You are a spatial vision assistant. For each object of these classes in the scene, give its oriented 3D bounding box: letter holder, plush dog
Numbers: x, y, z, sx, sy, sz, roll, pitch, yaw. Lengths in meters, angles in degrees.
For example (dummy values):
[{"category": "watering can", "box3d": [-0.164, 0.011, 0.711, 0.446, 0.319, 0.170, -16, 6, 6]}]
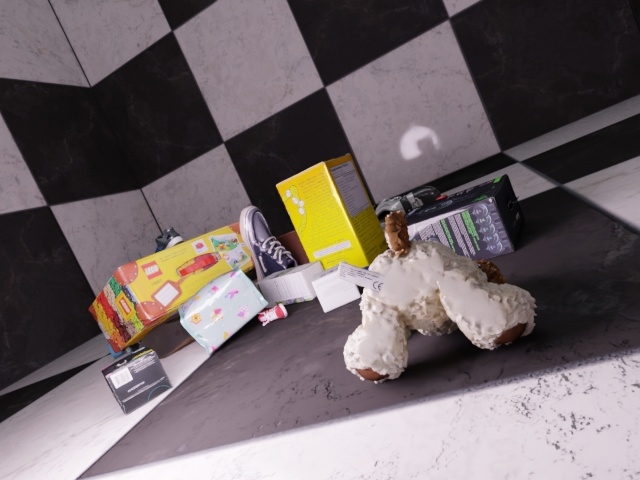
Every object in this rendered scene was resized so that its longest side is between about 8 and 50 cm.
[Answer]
[{"category": "letter holder", "box3d": [-0.026, 0.066, 1.715, 0.151, 0.215, 0.301, 12, -20, -38]}, {"category": "plush dog", "box3d": [0.156, 0.077, 0.669, 0.262, 0.211, 0.225, -23, -17, 16]}]

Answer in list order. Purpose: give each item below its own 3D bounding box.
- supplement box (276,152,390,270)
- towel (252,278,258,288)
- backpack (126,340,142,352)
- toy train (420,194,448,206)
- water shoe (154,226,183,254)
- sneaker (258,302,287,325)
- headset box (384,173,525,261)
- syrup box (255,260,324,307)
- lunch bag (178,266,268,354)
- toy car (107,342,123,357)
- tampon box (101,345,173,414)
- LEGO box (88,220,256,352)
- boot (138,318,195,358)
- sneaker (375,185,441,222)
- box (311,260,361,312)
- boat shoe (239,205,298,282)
[{"category": "supplement box", "box3d": [0.049, -0.065, 1.409, 0.195, 0.357, 0.194, -20, 6, 33]}, {"category": "towel", "box3d": [-0.302, 0.220, 1.889, 0.236, 0.037, 0.329, -23, 7, -8]}, {"category": "backpack", "box3d": [-0.745, 0.392, 1.792, 0.084, 0.105, 0.114, -23, 1, -1]}, {"category": "toy train", "box3d": [0.322, -0.047, 1.453, 0.247, 0.105, 0.143, -26, -4, -16]}, {"category": "water shoe", "box3d": [-0.553, 0.019, 1.590, 0.203, 0.080, 0.073, -36, -5, 39]}, {"category": "sneaker", "box3d": [-0.137, 0.209, 1.251, 0.066, 0.042, 0.118, -23, -3, -23]}, {"category": "headset box", "box3d": [0.340, -0.037, 1.077, 0.282, 0.131, 0.246, -20, 8, 35]}, {"category": "syrup box", "box3d": [-0.092, 0.142, 1.408, 0.236, 0.097, 0.093, -19, 6, 45]}, {"category": "lunch bag", "box3d": [-0.291, 0.190, 1.311, 0.223, 0.160, 0.262, -40, 12, -13]}, {"category": "toy car", "box3d": [-0.840, 0.345, 1.939, 0.219, 0.238, 0.210, -27, 6, -21]}, {"category": "tampon box", "box3d": [-0.455, 0.338, 1.096, 0.120, 0.102, 0.161, -27, 6, -31]}, {"category": "LEGO box", "box3d": [-0.514, 0.161, 1.616, 0.372, 0.193, 0.500, -37, -6, 41]}, {"category": "boot", "box3d": [-0.463, 0.320, 1.487, 0.305, 0.112, 0.115, -28, -26, 9]}, {"category": "sneaker", "box3d": [0.390, -0.142, 2.027, 0.330, 0.123, 0.146, -19, 26, 39]}, {"category": "box", "box3d": [0.040, 0.116, 1.141, 0.101, 0.087, 0.102, -24, 5, 3]}, {"category": "boat shoe", "box3d": [-0.169, 0.034, 1.600, 0.158, 0.341, 0.127, -3, 22, 38]}]
